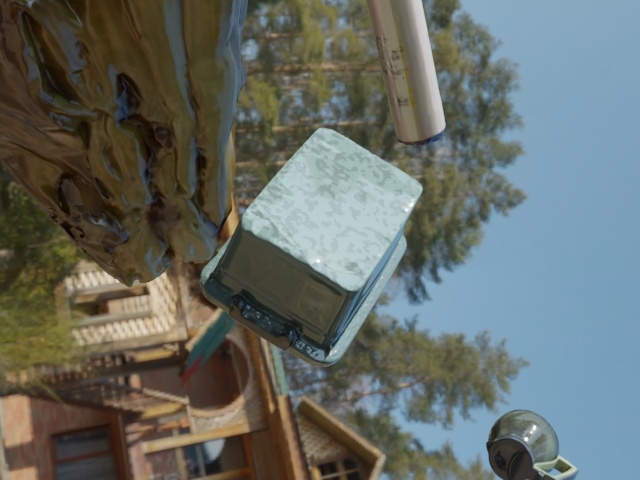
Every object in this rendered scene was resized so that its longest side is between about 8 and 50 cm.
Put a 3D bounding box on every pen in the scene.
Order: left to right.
[{"bbox_3d":[0.026,-0.171,0.386,0.033,0.033,0.269,-132,-158,-59],"label":"pen"}]

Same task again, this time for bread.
[{"bbox_3d":[-0.169,-0.150,0.503,0.277,0.167,0.324,56,-30,28],"label":"bread"}]

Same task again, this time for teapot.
[{"bbox_3d":[0.195,0.203,0.728,0.088,0.057,0.066,28,-68,26],"label":"teapot"}]

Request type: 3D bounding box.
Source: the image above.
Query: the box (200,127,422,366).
[{"bbox_3d":[0.000,0.000,0.791,0.227,0.162,0.130,-53,173,-45],"label":"box"}]
